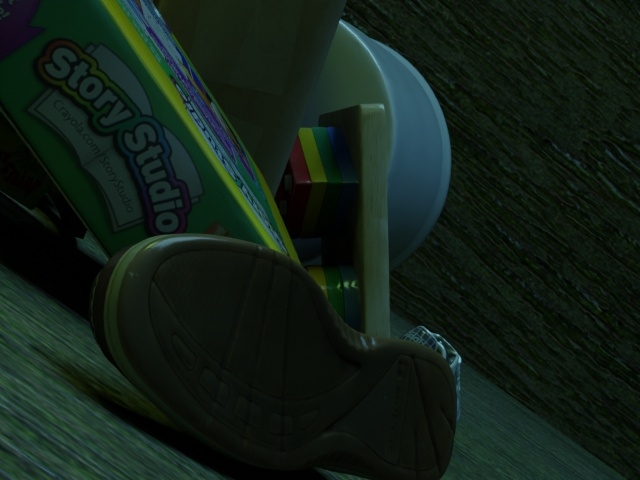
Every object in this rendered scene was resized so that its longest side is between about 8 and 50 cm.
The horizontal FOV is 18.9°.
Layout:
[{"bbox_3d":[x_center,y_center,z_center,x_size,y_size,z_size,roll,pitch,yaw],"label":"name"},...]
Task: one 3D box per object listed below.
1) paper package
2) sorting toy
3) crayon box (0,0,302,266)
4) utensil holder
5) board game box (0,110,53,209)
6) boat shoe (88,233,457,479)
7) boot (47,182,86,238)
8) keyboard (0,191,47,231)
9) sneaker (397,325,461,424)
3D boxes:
[{"bbox_3d":[-0.111,-0.168,1.864,0.168,0.324,0.309,18,8,-13],"label":"paper package"},{"bbox_3d":[0.000,0.000,1.883,0.089,0.257,0.255,-1,1,-9],"label":"sorting toy"},{"bbox_3d":[-0.153,-0.108,1.362,0.363,0.106,0.313,56,4,-21],"label":"crayon box"},{"bbox_3d":[-0.029,-0.107,2.227,0.328,0.327,0.385,36,4,10],"label":"utensil holder"},{"bbox_3d":[-0.271,-0.090,1.487,0.092,0.043,0.181,36,1,-31],"label":"board game box"},{"bbox_3d":[-0.045,0.080,1.181,0.123,0.123,0.342,1,-13,34],"label":"boat shoe"},{"bbox_3d":[-0.233,-0.069,1.600,0.106,0.082,0.219,25,14,-17],"label":"boot"},{"bbox_3d":[-0.314,-0.085,1.453,0.256,0.014,0.072,36,3,3],"label":"keyboard"},{"bbox_3d":[0.112,0.148,1.990,0.090,0.095,0.235,35,1,18],"label":"sneaker"}]
